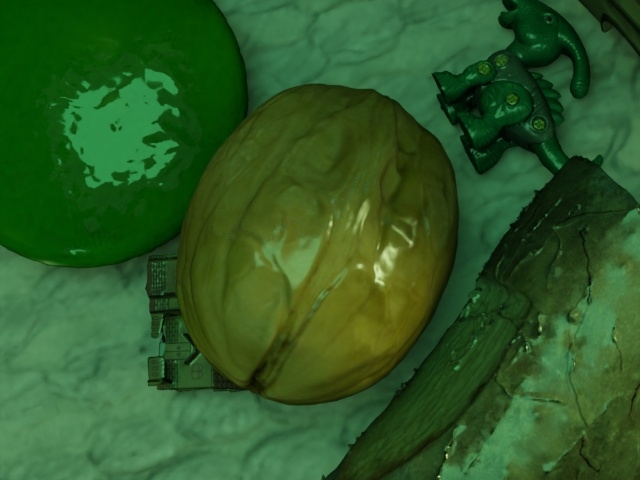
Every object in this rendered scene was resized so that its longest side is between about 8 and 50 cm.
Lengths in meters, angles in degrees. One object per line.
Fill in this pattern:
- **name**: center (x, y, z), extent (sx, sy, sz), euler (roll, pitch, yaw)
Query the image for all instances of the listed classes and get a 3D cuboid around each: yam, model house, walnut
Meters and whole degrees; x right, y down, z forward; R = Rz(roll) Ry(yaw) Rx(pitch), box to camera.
- **yam**: center (0.125, 0.092, 1.011), extent (0.154, 0.154, 0.254), euler (37, 86, 15)
- **model house**: center (-0.074, 0.052, 1.102), extent (0.058, 0.057, 0.083), euler (-3, 78, 16)
- **walnut**: center (0.000, 0.000, 1.042), extent (0.159, 0.159, 0.207), euler (13, 60, 13)

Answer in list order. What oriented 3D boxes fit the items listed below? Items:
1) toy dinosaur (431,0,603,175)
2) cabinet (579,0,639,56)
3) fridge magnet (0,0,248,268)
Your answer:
- **toy dinosaur**: center (0.127, -0.089, 1.087), extent (0.096, 0.059, 0.132), euler (-30, 69, -1)
- **cabinet**: center (0.252, -0.235, 0.915), extent (0.290, 0.318, 0.227), euler (-35, 49, 0)
- **fridge magnet**: center (-0.146, -0.084, 1.122), extent (0.208, 0.088, 0.208), euler (-2, 81, 11)
